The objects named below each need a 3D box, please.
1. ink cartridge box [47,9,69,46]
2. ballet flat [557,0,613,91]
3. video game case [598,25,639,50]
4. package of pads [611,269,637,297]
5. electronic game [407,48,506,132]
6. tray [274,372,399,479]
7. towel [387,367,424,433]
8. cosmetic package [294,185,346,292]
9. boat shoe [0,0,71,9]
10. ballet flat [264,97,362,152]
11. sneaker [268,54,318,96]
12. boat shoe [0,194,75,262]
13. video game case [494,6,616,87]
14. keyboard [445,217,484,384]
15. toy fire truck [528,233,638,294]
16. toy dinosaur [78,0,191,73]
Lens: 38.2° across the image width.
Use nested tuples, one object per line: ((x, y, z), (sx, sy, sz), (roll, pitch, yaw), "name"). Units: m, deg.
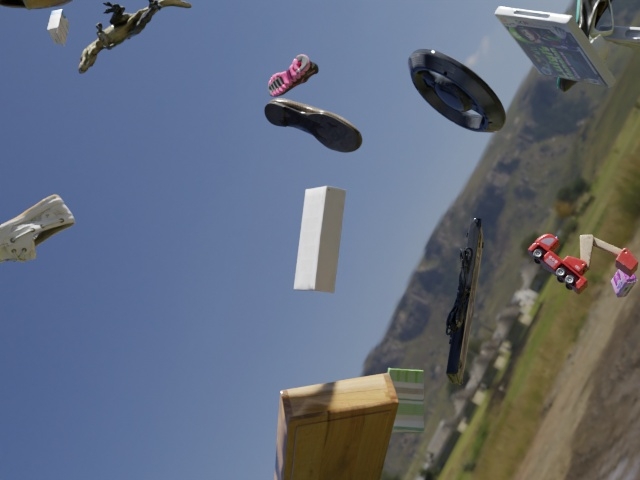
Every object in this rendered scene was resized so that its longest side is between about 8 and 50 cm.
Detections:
((-0.622, -0.501, 2.191), (0.048, 0.028, 0.083), (73, -168, -52), "ink cartridge box")
((0.613, -0.465, 2.104), (0.095, 0.096, 0.280), (49, -125, -66), "ballet flat")
((0.864, -0.447, 2.150), (0.329, 0.300, 0.036), (3, -79, -38), "video game case")
((0.732, 0.098, 2.231), (0.083, 0.032, 0.050), (92, 165, -60), "package of pads")
((0.265, -0.291, 1.810), (0.048, 0.229, 0.229), (-52, -15, -9), "electronic game")
((0.020, 0.415, 1.774), (0.411, 0.203, 0.076), (96, 162, -48), "tray")
((0.206, 0.384, 2.212), (0.113, 0.023, 0.152), (9, -103, -35), "towel")
((0.000, 0.000, 2.123), (0.099, 0.060, 0.239), (-4, 78, 62), "cosmetic package")
((-0.594, -0.508, 1.935), (0.072, 0.190, 0.068), (-61, -39, -40), "boat shoe")
((-0.010, -0.253, 1.973), (0.058, 0.250, 0.084), (-36, -43, -43), "ballet flat")
((-0.051, -0.316, 1.815), (0.119, 0.047, 0.057), (-30, -23, 34), "sneaker")
((-0.692, 0.004, 2.136), (0.277, 0.096, 0.098), (-39, -7, -23), "boat shoe")
((0.427, -0.352, 1.684), (0.190, 0.173, 0.022), (38, -97, -40), "video game case")
((0.273, 0.107, 1.762), (0.201, 0.033, 0.317), (63, -145, -64), "keyboard")
((0.546, 0.036, 1.928), (0.135, 0.192, 0.047), (-46, -25, -3), "toy fire truck")
((-0.353, -0.413, 1.734), (0.268, 0.064, 0.118), (-35, -4, -19), "toy dinosaur")
